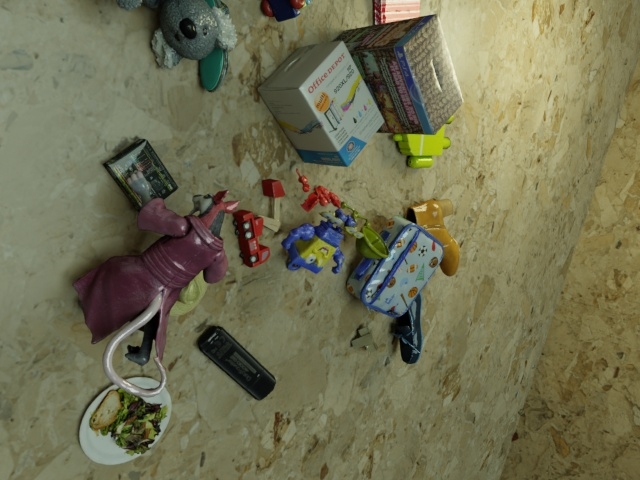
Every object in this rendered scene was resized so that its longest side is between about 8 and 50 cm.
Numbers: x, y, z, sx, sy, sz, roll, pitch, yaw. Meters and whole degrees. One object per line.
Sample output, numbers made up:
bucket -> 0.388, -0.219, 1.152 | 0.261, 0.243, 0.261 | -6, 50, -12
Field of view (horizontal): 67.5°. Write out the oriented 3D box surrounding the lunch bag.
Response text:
lunch bag -> 0.226, 0.088, 1.470 | 0.243, 0.115, 0.303 | 31, 92, -41

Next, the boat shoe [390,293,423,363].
boat shoe -> 0.286, 0.292, 1.637 | 0.089, 0.109, 0.258 | 1, 84, -36

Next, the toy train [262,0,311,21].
toy train -> -0.086, -0.626, 1.039 | 0.143, 0.105, 0.248 | -50, 130, -35

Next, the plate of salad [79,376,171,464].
plate of salad -> -0.414, 0.396, 1.042 | 0.199, 0.048, 0.200 | -13, 109, -40

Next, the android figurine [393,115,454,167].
android figurine -> 0.324, -0.352, 1.512 | 0.272, 0.056, 0.248 | -11, 109, -41

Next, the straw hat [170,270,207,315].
straw hat -> -0.295, 0.106, 1.064 | 0.144, 0.061, 0.145 | -13, 110, -39

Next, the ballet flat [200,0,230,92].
ballet flat -> -0.214, -0.407, 1.004 | 0.070, 0.070, 0.189 | -9, 111, -41

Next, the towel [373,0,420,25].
towel -> 0.231, -0.575, 1.385 | 0.198, 0.031, 0.275 | -21, 115, -38

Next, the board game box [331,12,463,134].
board game box -> 0.169, -0.402, 1.195 | 0.141, 0.291, 0.232 | -48, 129, -22

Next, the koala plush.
koala plush -> -0.256, -0.439, 0.884 | 0.196, 0.203, 0.221 | -23, 133, -3

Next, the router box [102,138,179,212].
router box -> -0.357, -0.127, 0.960 | 0.092, 0.038, 0.122 | -44, 127, -26

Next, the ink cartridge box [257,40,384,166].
ink cartridge box -> 0.004, -0.323, 1.148 | 0.171, 0.168, 0.233 | -52, 129, -19

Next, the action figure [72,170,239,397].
action figure -> -0.292, 0.045, 0.884 | 0.370, 0.276, 0.248 | -46, 123, 7

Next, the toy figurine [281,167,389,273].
toy figurine -> 0.000, 0.000, 1.291 | 0.217, 0.191, 0.362 | -45, 140, 14

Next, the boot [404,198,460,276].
boot -> 0.368, 0.008, 1.631 | 0.211, 0.104, 0.295 | -18, 108, -33

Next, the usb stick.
usb stick -> -0.205, 0.315, 1.215 | 0.077, 0.045, 0.278 | -46, 128, -15

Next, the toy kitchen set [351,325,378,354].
toy kitchen set -> 0.139, 0.326, 1.548 | 0.068, 0.075, 0.083 | -23, 83, 4

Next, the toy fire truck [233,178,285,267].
toy fire truck -> -0.143, -0.042, 1.173 | 0.135, 0.047, 0.192 | -26, 118, -37
